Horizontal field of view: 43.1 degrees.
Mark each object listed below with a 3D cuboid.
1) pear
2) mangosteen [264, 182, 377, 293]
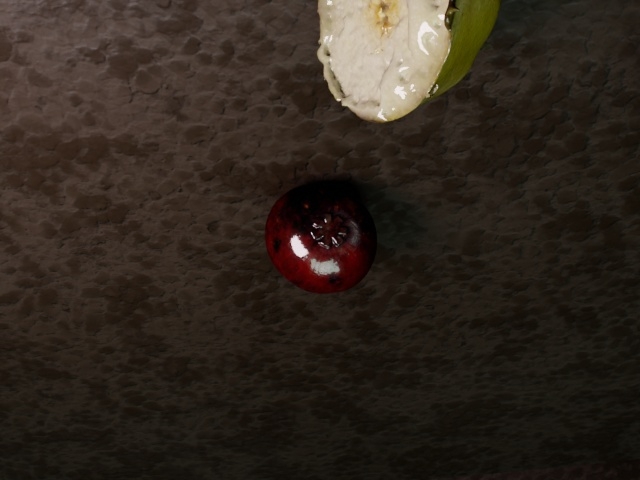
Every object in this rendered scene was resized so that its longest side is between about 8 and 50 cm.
[{"bbox_3d":[0.124,-0.270,0.927,0.178,0.267,0.267,-12,152,-34],"label":"pear"},{"bbox_3d":[0.000,0.000,1.284,0.200,0.200,0.200,-1,142,-1],"label":"mangosteen"}]
